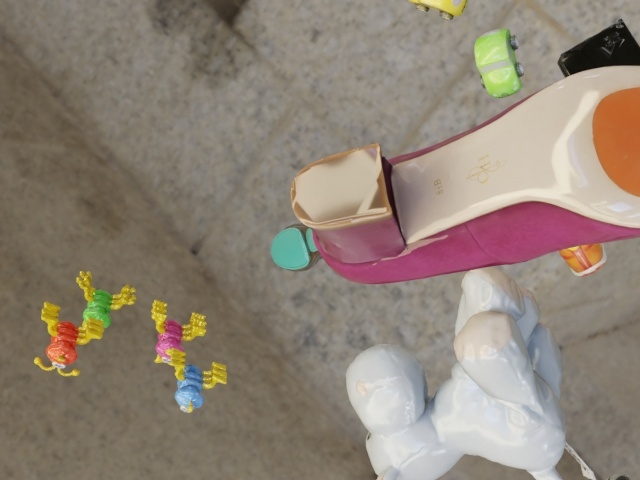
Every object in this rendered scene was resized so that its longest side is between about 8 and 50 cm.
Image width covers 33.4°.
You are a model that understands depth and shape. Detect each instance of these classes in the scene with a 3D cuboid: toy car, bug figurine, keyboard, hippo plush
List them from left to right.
[{"bbox_3d":[-0.275,0.152,1.557,0.279,0.072,0.216,22,26,-13],"label":"bug figurine"},{"bbox_3d":[0.165,0.192,1.283,0.294,0.236,0.234,64,22,-12],"label":"hippo plush"},{"bbox_3d":[0.240,-0.317,1.519,0.053,0.239,0.225,4,73,-62],"label":"toy car"},{"bbox_3d":[0.302,-0.121,0.989,0.038,0.100,0.192,41,25,-54],"label":"keyboard"}]

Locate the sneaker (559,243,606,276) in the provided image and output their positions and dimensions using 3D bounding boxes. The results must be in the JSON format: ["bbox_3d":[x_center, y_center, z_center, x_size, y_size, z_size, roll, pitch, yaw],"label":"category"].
[{"bbox_3d":[0.309,-0.025,1.308,0.067,0.064,0.175,54,13,-22],"label":"sneaker"}]

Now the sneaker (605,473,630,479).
[{"bbox_3d":[0.528,0.461,1.792,0.084,0.083,0.215,42,22,-12],"label":"sneaker"}]

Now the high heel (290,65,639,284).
[{"bbox_3d":[0.173,-0.039,0.830,0.181,0.377,0.127,42,46,-68],"label":"high heel"}]

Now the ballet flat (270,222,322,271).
[{"bbox_3d":[0.000,0.000,1.500,0.074,0.203,0.074,7,74,-25],"label":"ballet flat"}]
